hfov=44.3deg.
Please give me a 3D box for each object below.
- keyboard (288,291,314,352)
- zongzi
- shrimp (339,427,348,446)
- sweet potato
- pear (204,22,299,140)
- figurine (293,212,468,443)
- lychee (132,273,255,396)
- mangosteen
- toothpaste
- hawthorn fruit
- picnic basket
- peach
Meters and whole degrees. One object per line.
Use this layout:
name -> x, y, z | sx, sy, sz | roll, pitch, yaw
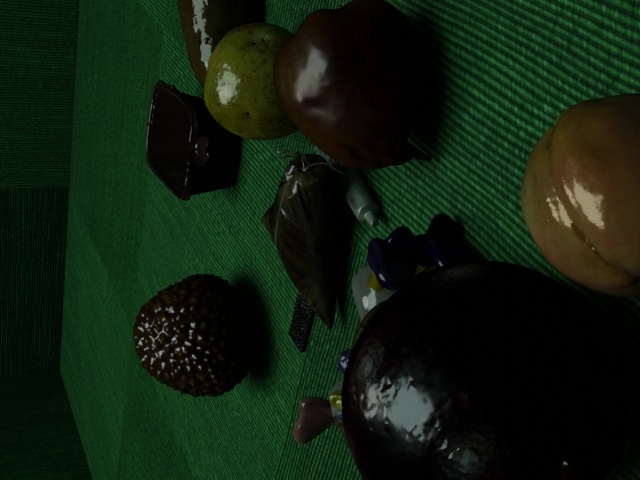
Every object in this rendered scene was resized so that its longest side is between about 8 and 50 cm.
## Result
keyboard -> -0.025, 0.108, 1.431 | 0.061, 0.013, 0.204 | 52, 137, 47
zongzi -> 0.000, 0.000, 1.254 | 0.241, 0.111, 0.248 | 65, 160, 17
shrimp -> 0.054, 0.334, 1.310 | 0.059, 0.023, 0.108 | 106, 147, -49
sweet potato -> -0.198, -0.414, 1.542 | 0.158, 0.157, 0.370 | 19, 115, 60
pear -> -0.093, -0.266, 1.337 | 0.197, 0.197, 0.197 | 14, 106, 60
figurine -> 0.077, 0.149, 1.107 | 0.193, 0.154, 0.421 | -128, 44, -53
lychee -> -0.252, 0.203, 1.631 | 0.267, 0.267, 0.268 | 14, 106, 60
mangosteen -> 0.165, 0.148, 0.817 | 0.313, 0.296, 0.297 | -85, 12, -51
toothpaste -> 0.042, -0.101, 1.259 | 0.233, 0.038, 0.060 | 62, 140, 41
hawthorn fruit -> 0.063, -0.199, 1.064 | 0.248, 0.208, 0.208 | 54, 145, 6
picnic basket -> -0.280, -0.224, 1.737 | 0.297, 0.129, 0.223 | 41, 127, 51
peach -> 0.271, -0.037, 0.706 | 0.184, 0.184, 0.184 | 14, 106, 60
